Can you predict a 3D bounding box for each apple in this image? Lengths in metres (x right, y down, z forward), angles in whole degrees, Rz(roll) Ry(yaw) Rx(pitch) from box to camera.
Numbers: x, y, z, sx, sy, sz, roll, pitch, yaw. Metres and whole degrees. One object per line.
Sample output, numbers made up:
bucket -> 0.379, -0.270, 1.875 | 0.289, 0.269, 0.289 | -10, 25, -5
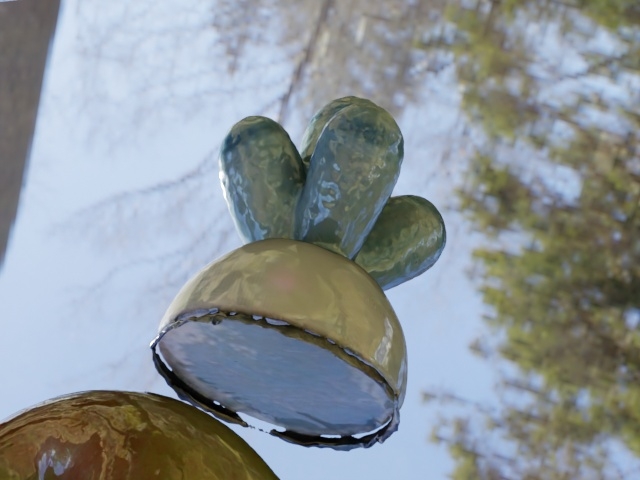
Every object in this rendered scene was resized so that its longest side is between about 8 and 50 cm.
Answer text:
apple -> -0.153, 0.251, 1.082 | 0.319, 0.277, 0.319 | -10, -149, 6

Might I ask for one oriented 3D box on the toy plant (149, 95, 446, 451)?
toy plant -> 0.000, 0.000, 1.422 | 0.247, 0.247, 0.332 | 15, -121, 3
